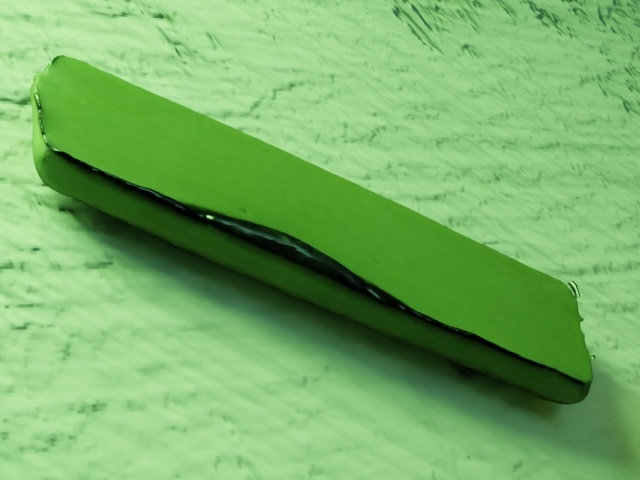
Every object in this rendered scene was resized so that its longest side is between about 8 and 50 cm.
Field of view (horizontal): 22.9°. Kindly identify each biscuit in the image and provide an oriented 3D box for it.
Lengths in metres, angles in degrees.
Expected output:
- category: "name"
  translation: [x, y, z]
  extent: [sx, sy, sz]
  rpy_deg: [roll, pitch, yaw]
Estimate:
- category: "biscuit"
  translation: [0.000, 0.000, 0.791]
  extent: [0.322, 0.038, 0.099]
  rpy_deg: [23, 32, -21]
